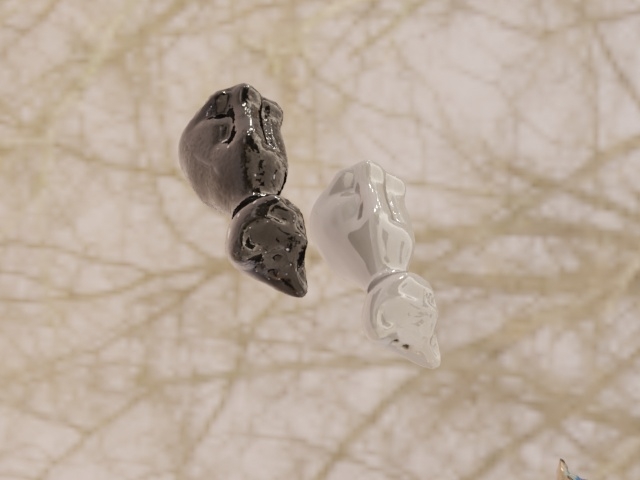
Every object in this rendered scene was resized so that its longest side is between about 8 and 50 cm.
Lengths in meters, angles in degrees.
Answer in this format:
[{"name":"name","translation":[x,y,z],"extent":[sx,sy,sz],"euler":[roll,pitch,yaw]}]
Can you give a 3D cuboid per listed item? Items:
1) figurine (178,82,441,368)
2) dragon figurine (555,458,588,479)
[{"name":"figurine","translation":[0.000,0.000,1.531],"extent":[0.215,0.092,0.209],"euler":[30,-158,-26]},{"name":"dragon figurine","translation":[0.304,0.282,1.969],"extent":[0.289,0.144,0.085],"euler":[-63,-16,-85]}]
